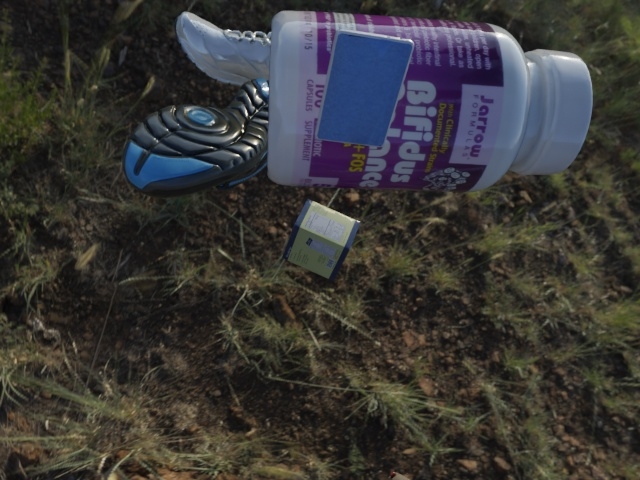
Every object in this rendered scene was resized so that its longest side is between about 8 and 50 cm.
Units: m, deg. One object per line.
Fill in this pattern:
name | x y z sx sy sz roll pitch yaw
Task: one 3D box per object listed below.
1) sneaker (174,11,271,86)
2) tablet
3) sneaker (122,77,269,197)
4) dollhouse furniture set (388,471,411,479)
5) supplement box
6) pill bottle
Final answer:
sneaker | -0.121 -0.336 1.020 0.297 0.129 0.111 27 40 -21
tablet | 0.029 -0.104 0.391 0.054 0.083 0.006 5 42 -10
sneaker | -0.133 -0.114 0.759 0.125 0.139 0.341 37 35 9
dollhouse furniture set | 0.040 0.325 0.595 0.129 0.184 0.129 -27 96 -20
supplement box | 0.000 0.000 0.794 0.083 0.083 0.056 24 50 1
pill bottle | 0.099 -0.134 0.561 0.302 0.169 0.169 1 65 -5
